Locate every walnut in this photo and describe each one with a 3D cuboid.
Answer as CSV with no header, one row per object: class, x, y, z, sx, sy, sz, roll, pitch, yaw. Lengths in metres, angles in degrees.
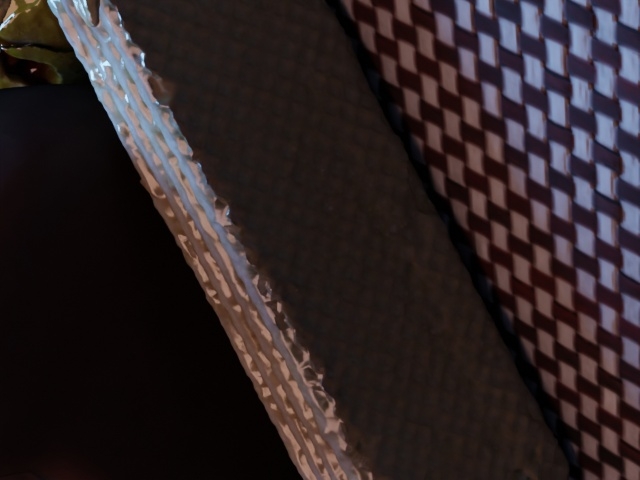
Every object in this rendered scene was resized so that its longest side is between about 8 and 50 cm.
walnut,-0.188,-0.143,1.197,0.137,0.137,0.245,57,149,-2

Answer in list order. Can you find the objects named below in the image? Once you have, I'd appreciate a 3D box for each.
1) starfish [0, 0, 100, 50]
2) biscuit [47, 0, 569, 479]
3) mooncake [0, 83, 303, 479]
starfish,-0.182,-0.278,0.961,0.375,0.094,0.327,54,142,29
biscuit,0.000,0.000,1.042,0.078,0.144,0.426,-10,110,58
mooncake,-0.139,0.071,1.140,0.174,0.326,0.334,8,97,40
